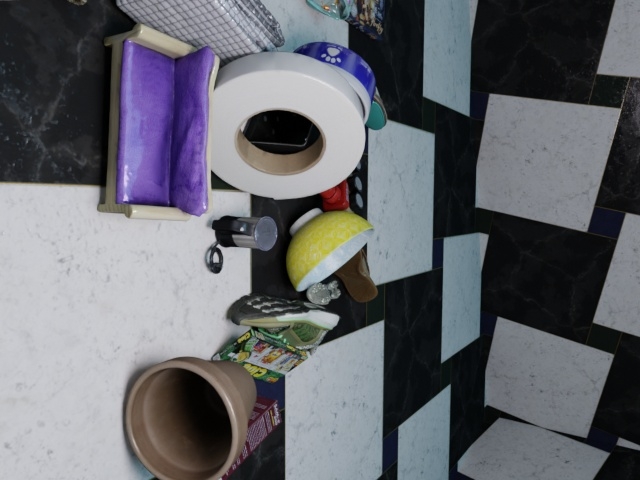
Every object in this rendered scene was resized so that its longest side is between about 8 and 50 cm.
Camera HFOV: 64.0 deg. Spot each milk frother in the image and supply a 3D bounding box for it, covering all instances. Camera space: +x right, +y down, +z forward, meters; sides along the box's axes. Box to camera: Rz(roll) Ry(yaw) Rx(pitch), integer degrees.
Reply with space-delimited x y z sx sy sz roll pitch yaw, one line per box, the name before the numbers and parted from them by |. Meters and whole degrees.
milk frother | -0.197 0.012 1.253 0.129 0.134 0.143 -8 100 -55

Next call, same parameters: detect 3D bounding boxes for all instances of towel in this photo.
towel | -0.242 -0.462 1.064 0.283 0.235 0.121 37 59 -52

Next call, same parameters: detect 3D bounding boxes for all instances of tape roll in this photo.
tape roll | -0.091 -0.244 1.174 0.392 0.392 0.072 49 31 -46

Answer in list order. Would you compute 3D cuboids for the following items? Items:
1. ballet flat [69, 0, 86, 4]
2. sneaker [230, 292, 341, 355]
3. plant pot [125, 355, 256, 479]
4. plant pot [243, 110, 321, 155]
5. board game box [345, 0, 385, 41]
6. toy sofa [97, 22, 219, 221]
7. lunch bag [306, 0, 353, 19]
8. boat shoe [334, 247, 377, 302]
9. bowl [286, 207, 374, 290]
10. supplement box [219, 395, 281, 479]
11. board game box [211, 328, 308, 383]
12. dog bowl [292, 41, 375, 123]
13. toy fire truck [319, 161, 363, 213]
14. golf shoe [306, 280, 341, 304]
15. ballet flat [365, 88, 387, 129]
ballet flat | -0.529 -0.450 0.721 0.482 0.164 0.182 -8 109 -59
sneaker | -0.096 0.260 1.431 0.410 0.158 0.182 17 92 -51
plant pot | -0.255 0.367 1.135 0.229 0.263 0.263 -13 104 -74
plant pot | -0.074 -0.290 1.389 0.167 0.188 0.188 58 46 -59
board game box | 0.150 -0.819 1.784 0.243 0.042 0.165 0 92 -56
toy sofa | -0.322 -0.222 1.015 0.150 0.177 0.363 2 92 -56
lunch bag | 0.020 -0.809 1.492 0.262 0.160 0.223 28 68 -47
boat shoe | 0.098 0.059 1.737 0.342 0.123 0.123 57 18 -34
bowl | 0.000 0.000 1.495 0.156 0.289 0.289 51 34 13
supplement box | -0.220 0.477 1.260 0.239 0.130 0.073 -33 120 -49
board game box | -0.154 0.312 1.359 0.259 0.136 0.030 37 22 -51
dog bowl | 0.016 -0.414 1.421 0.265 0.264 0.104 46 54 -48
toy fire truck | 0.002 -0.201 1.539 0.246 0.158 0.217 37 45 -50
golf shoe | -0.009 0.170 1.583 0.176 0.086 0.069 3 70 -62
ballet flat | 0.150 -0.507 1.760 0.316 0.107 0.106 41 52 -51
